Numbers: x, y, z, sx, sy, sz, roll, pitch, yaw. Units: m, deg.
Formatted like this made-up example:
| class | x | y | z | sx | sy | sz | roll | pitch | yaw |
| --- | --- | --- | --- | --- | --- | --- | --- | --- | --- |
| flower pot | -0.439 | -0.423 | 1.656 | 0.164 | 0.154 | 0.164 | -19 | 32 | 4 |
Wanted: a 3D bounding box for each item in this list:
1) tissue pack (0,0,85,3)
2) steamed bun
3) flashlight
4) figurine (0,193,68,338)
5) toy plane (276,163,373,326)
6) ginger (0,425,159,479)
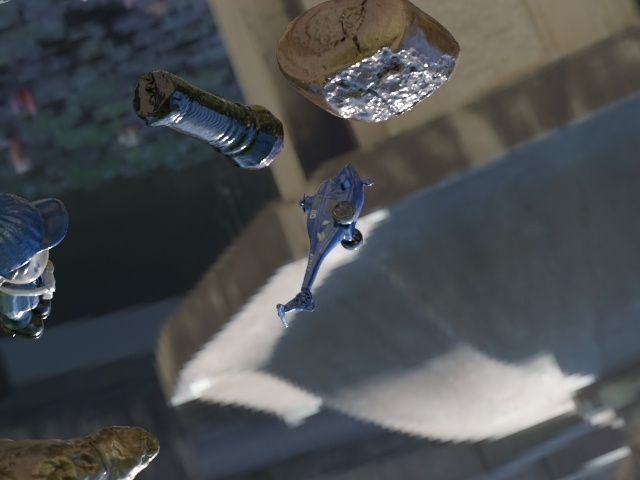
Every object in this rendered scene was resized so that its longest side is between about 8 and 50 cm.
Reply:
| class | x | y | z | sx | sy | sz | roll | pitch | yaw |
| --- | --- | --- | --- | --- | --- | --- | --- | --- | --- |
| tissue pack | -0.329 | -0.275 | 1.390 | 0.245 | 0.123 | 0.332 | 1 | 161 | 26 |
| steamed bun | 0.054 | -0.193 | 1.972 | 0.175 | 0.106 | 0.145 | -17 | 148 | 29 |
| flashlight | -0.144 | -0.156 | 2.299 | 0.093 | 0.093 | 0.232 | -29 | 150 | 27 |
| figurine | -0.268 | 0.019 | 1.605 | 0.087 | 0.086 | 0.149 | 13 | 140 | 5 |
| toy plane | 0.000 | 0.000 | 1.619 | 0.062 | 0.167 | 0.054 | 10 | 150 | 17 |
| ginger | -0.312 | 0.224 | 1.675 | 0.333 | 0.080 | 0.166 | -11 | -178 | 16 |
